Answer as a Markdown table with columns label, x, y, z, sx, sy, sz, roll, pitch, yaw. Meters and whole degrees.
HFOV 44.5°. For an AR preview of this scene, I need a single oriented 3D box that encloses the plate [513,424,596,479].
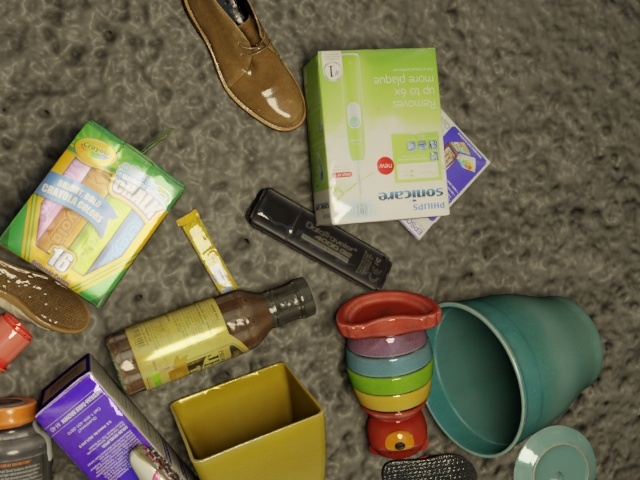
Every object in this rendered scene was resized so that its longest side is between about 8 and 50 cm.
| label | x | y | z | sx | sy | sz | roll | pitch | yaw |
| --- | --- | --- | --- | --- | --- | --- | --- | --- | --- |
| plate | 0.469 | 0.460 | 1.544 | 0.188 | 0.024 | 0.188 | 0 | 91 | -18 |

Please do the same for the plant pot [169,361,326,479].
| label | x | y | z | sx | sy | sz | roll | pitch | yaw |
| --- | --- | --- | --- | --- | --- | --- | --- | --- | --- |
| plant pot | -0.105 | 0.353 | 1.287 | 0.212 | 0.212 | 0.187 | -18 | 110 | -16 |

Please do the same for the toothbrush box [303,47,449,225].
| label | x | y | z | sx | sy | sz | roll | pitch | yaw |
| --- | --- | --- | --- | --- | --- | --- | --- | --- | --- |
| toothbrush box | 0.092 | -0.172 | 1.325 | 0.206 | 0.122 | 0.283 | -4 | 92 | -14 |

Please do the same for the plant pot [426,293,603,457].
| label | x | y | z | sx | sy | sz | roll | pitch | yaw |
| --- | --- | --- | --- | --- | --- | --- | --- | --- | --- |
| plant pot | 0.349 | 0.211 | 1.391 | 0.255 | 0.272 | 0.271 | -14 | 95 | -30 |

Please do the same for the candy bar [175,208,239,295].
| label | x | y | z | sx | sy | sz | roll | pitch | yaw |
| --- | --- | --- | --- | --- | --- | --- | --- | --- | --- |
| candy bar | -0.191 | 0.026 | 1.340 | 0.040 | 0.018 | 0.161 | -30 | 100 | -10 |

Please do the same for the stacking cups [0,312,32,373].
| label | x | y | z | sx | sy | sz | roll | pitch | yaw |
| --- | --- | --- | --- | --- | --- | --- | --- | --- | --- |
| stacking cups | -0.583 | 0.239 | 1.191 | 0.096 | 0.096 | 0.316 | 44 | 78 | -13 |

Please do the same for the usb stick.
| label | x | y | z | sx | sy | sz | roll | pitch | yaw |
| --- | --- | --- | --- | --- | --- | --- | --- | --- | --- |
| usb stick | 0.000 | 0.000 | 1.383 | 0.278 | 0.045 | 0.077 | 29 | 76 | -15 |

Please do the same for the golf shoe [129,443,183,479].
| label | x | y | z | sx | sy | sz | roll | pitch | yaw |
| --- | --- | --- | --- | --- | --- | --- | --- | --- | --- |
| golf shoe | -0.225 | 0.378 | 1.119 | 0.086 | 0.067 | 0.186 | -35 | 101 | -12 |

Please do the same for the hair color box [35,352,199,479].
| label | x | y | z | sx | sy | sz | roll | pitch | yaw |
| --- | --- | --- | --- | --- | --- | --- | --- | --- | --- |
| hair color box | -0.295 | 0.348 | 1.230 | 0.110 | 0.185 | 0.338 | -41 | 101 | -12 |

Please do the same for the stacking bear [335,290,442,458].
| label | x | y | z | sx | sy | sz | roll | pitch | yaw |
| --- | --- | --- | --- | --- | --- | --- | --- | --- | --- |
| stacking bear | 0.125 | 0.248 | 1.370 | 0.176 | 0.164 | 0.288 | -8 | 105 | -3 |

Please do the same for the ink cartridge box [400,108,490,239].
| label | x | y | z | sx | sy | sz | roll | pitch | yaw |
| --- | --- | --- | --- | --- | --- | --- | --- | --- | --- |
| ink cartridge box | 0.172 | -0.143 | 1.430 | 0.206 | 0.045 | 0.208 | 45 | 79 | -11 |

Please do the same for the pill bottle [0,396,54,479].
| label | x | y | z | sx | sy | sz | roll | pitch | yaw |
| --- | --- | --- | --- | --- | --- | --- | --- | --- | --- |
| pill bottle | -0.478 | 0.369 | 1.203 | 0.131 | 0.130 | 0.245 | -2 | 92 | -17 |

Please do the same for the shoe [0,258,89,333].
| label | x | y | z | sx | sy | sz | roll | pitch | yaw |
| --- | --- | --- | --- | --- | --- | --- | --- | --- | --- |
| shoe | -0.470 | 0.083 | 1.244 | 0.219 | 0.058 | 0.076 | 33 | 62 | -19 |

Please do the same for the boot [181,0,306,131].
| label | x | y | z | sx | sy | sz | roll | pitch | yaw |
| --- | --- | --- | --- | --- | --- | --- | --- | --- | --- |
| boot | -0.121 | -0.314 | 1.305 | 0.112 | 0.115 | 0.305 | -39 | 103 | -15 |

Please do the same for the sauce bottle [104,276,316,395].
| label | x | y | z | sx | sy | sz | roll | pitch | yaw |
| --- | --- | --- | --- | --- | --- | --- | --- | --- | --- |
| sauce bottle | -0.175 | 0.149 | 1.299 | 0.345 | 0.111 | 0.111 | -20 | 97 | -14 |

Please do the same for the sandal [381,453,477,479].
| label | x | y | z | sx | sy | sz | roll | pitch | yaw |
| --- | --- | --- | --- | --- | --- | --- | --- | --- | --- |
| sandal | 0.202 | 0.429 | 1.461 | 0.179 | 0.040 | 0.067 | 1 | 85 | -2 |

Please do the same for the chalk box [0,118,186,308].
| label | x | y | z | sx | sy | sz | roll | pitch | yaw |
| --- | --- | --- | --- | --- | --- | --- | --- | --- | --- |
| chalk box | -0.333 | -0.067 | 1.214 | 0.179 | 0.180 | 0.289 | 36 | 80 | -15 |
